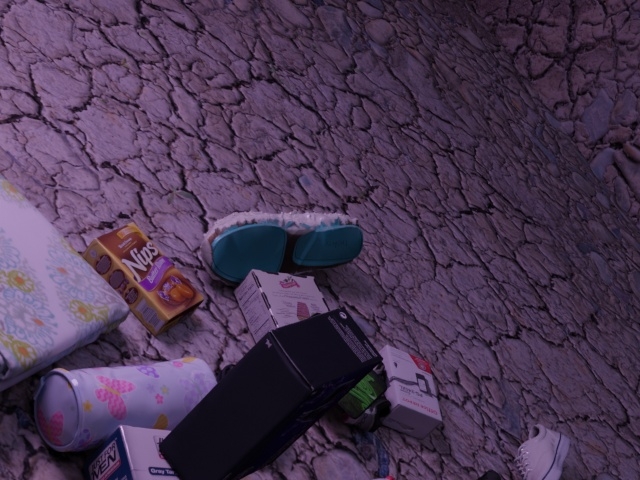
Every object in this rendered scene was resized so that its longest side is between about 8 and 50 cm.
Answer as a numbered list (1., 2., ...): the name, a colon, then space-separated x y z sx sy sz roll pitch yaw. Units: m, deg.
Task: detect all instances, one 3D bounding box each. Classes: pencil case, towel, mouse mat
1. pencil case: -0.273 0.230 1.578 0.273 0.113 0.124 0 52 -49
2. towel: -0.473 0.048 1.574 0.320 0.090 0.374 48 20 3
3. mouse mat: 0.027 0.215 1.914 0.189 0.007 0.153 48 30 6

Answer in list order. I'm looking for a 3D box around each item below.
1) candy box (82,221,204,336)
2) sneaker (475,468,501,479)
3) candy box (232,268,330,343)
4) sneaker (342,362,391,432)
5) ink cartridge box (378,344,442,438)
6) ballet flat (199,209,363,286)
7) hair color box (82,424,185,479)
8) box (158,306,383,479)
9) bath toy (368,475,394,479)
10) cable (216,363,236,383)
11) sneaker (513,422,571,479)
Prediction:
1. candy box: -0.296 0.062 1.833 0.186 0.053 0.109 45 31 8
2. sneaker: 0.283 0.493 1.901 0.106 0.101 0.267 48 31 6
3. candy box: -0.043 0.167 1.971 0.159 0.071 0.233 10 44 -43
4. sneaker: 0.094 0.285 1.989 0.075 0.063 0.170 37 35 -8
5. ink cartridge box: 0.160 0.285 2.062 0.109 0.063 0.150 25 34 -27
6. ballet flat: -0.093 0.006 2.089 0.409 0.147 0.147 -1 51 -46
7. hair color box: -0.181 0.421 1.444 0.174 0.105 0.347 16 39 -41
8. box: -0.067 0.218 1.479 0.103 0.261 0.184 53 30 18
9. bath toy: 0.177 0.500 1.731 0.348 0.151 0.129 37 41 11
10. cable: -0.115 0.268 1.793 0.151 0.047 0.184 34 33 -4
11. sneaker: 0.422 0.447 2.153 0.091 0.094 0.258 27 24 10
